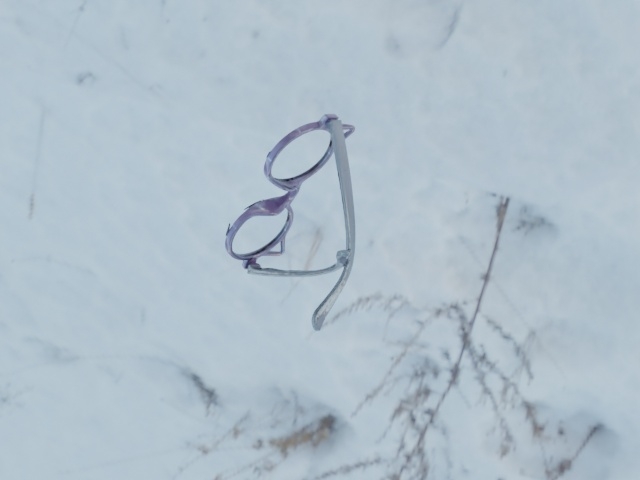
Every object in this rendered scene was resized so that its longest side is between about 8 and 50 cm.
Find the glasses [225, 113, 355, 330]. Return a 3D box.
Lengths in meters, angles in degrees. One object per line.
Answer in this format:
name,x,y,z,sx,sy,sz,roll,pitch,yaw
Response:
glasses,0.000,0.000,0.759,0.104,0.063,0.140,51,128,30
